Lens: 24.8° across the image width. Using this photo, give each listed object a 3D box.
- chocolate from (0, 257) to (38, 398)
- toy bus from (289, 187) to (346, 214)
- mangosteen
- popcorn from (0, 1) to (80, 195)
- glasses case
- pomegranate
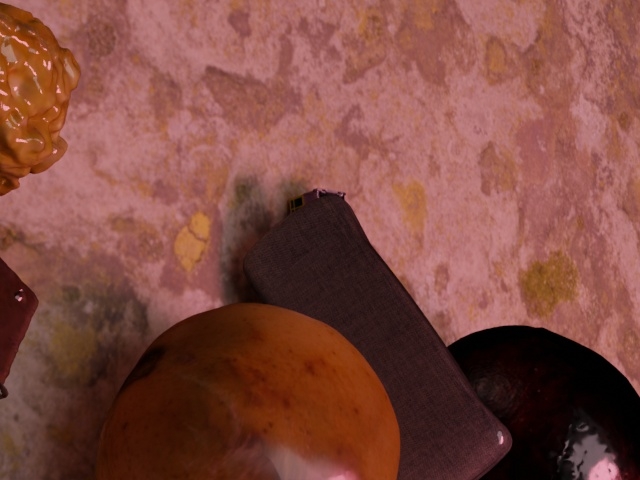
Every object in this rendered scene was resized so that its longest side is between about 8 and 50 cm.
[{"bbox_3d":[-0.352,-0.005,1.148,0.321,0.112,0.112,53,39,-26],"label":"chocolate"},{"bbox_3d":[0.000,0.000,1.562,0.052,0.058,0.102,7,72,-46],"label":"toy bus"},{"bbox_3d":[0.217,0.255,1.573,0.330,0.330,0.330,11,74,-46],"label":"mangosteen"},{"bbox_3d":[-0.283,-0.138,1.219,0.194,0.140,0.163,53,54,-30],"label":"popcorn"},{"bbox_3d":[0.053,0.111,1.458,0.323,0.131,0.074,55,7,16],"label":"glasses case"},{"bbox_3d":[-0.067,0.199,1.301,0.307,0.307,0.307,11,74,-46],"label":"pomegranate"}]
